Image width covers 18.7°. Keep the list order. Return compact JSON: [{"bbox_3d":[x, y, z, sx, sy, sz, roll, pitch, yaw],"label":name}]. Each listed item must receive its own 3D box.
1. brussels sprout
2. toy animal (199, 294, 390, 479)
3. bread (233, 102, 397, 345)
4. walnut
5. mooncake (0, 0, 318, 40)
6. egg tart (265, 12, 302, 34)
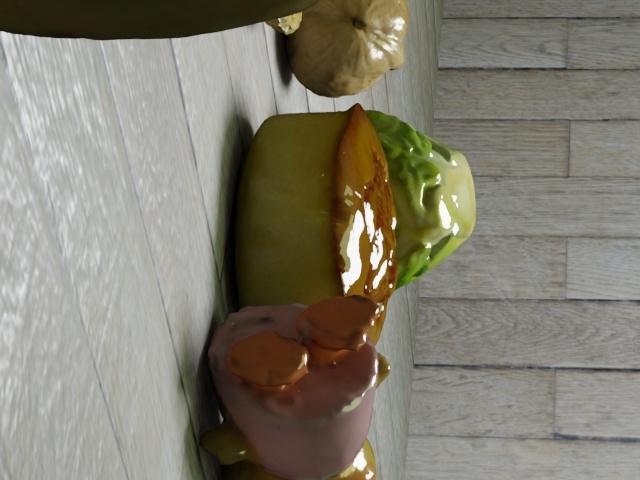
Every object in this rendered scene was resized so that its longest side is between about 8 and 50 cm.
[{"bbox_3d":[0.055,-0.035,2.109,0.161,0.223,0.223,21,65,-43],"label":"brussels sprout"},{"bbox_3d":[-0.023,0.178,1.760,0.169,0.195,0.281,36,-37,48],"label":"toy animal"},{"bbox_3d":[0.000,0.000,1.904,0.270,0.148,0.270,0,90,-83],"label":"bread"},{"bbox_3d":[0.027,-0.232,2.146,0.166,0.149,0.166,-57,-171,14],"label":"walnut"},{"bbox_3d":[-0.094,-0.291,1.019,0.378,0.200,0.379,0,90,-83],"label":"mooncake"},{"bbox_3d":[-0.016,-0.347,1.913,0.290,0.115,0.290,0,90,-81],"label":"egg tart"}]
